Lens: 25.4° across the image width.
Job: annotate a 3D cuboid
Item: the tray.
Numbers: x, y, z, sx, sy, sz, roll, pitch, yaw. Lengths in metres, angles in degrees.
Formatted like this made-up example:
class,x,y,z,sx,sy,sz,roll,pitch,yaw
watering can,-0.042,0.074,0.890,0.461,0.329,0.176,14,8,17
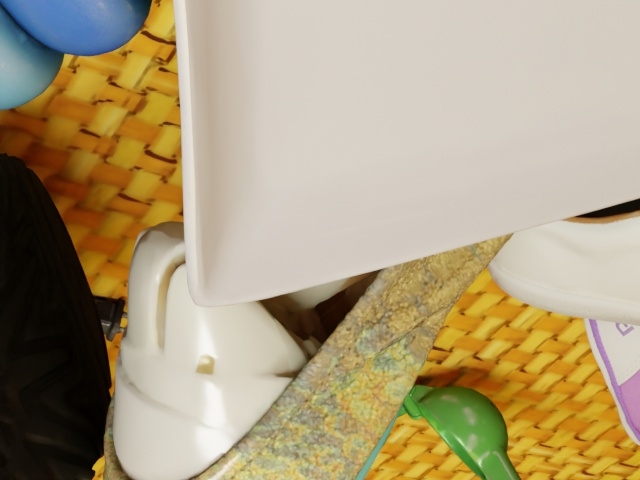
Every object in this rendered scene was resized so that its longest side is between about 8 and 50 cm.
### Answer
class,x,y,z,sx,sy,sz,roll,pitch,yaw
tray,0.079,-0.074,0.437,0.270,0.030,0.145,-15,128,-21

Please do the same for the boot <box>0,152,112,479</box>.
class,x,y,z,sx,sy,sz,roll,pitch,yaw
boot,-0.238,0.077,0.485,0.260,0.348,0.131,-12,103,14

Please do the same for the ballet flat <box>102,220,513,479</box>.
class,x,y,z,sx,sy,sz,roll,pitch,yaw
ballet flat,0.000,0.000,0.522,0.348,0.123,0.123,-51,131,3

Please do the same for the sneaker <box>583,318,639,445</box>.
class,x,y,z,sx,sy,sz,roll,pitch,yaw
sneaker,0.255,0.075,0.757,0.282,0.102,0.161,34,129,-27

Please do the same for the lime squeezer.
class,x,y,z,sx,sy,sz,roll,pitch,yaw
lime squeezer,0.034,0.127,0.779,0.310,0.110,0.059,9,167,28

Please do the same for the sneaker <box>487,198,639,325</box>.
class,x,y,z,sx,sy,sz,roll,pitch,yaw
sneaker,0.193,-0.011,0.560,0.290,0.106,0.123,5,148,22

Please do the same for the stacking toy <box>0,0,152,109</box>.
class,x,y,z,sx,sy,sz,roll,pitch,yaw
stacking toy,-0.049,-0.129,0.430,0.330,0.141,0.141,-22,139,10

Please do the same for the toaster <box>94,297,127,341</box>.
class,x,y,z,sx,sy,sz,roll,pitch,yaw
toaster,-0.199,0.091,0.651,0.227,0.146,0.129,3,140,-14
